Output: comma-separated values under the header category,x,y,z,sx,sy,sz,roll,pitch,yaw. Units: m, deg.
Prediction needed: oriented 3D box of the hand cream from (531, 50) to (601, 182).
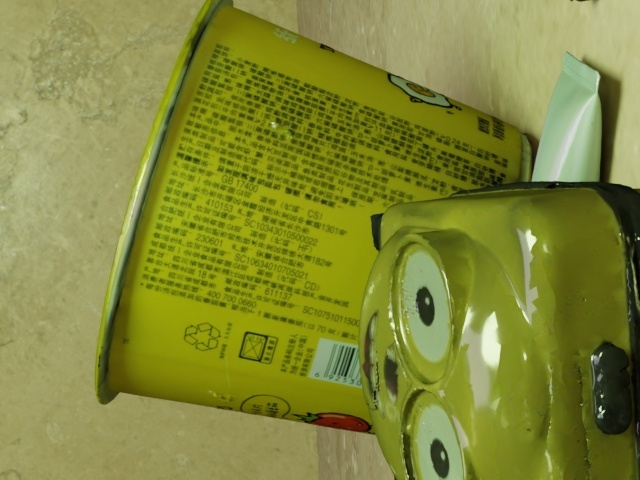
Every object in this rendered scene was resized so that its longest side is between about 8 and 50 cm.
category,x,y,z,sx,sy,sz,roll,pitch,yaw
hand cream,0.152,-0.012,0.760,0.078,0.049,0.205,-96,10,-72

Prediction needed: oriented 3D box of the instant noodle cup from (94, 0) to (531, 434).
category,x,y,z,sx,sy,sz,roll,pitch,yaw
instant noodle cup,0.000,0.000,0.899,0.325,0.254,0.326,-164,90,-90

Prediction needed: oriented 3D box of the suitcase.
category,x,y,z,sx,sy,sz,roll,pitch,yaw
suitcase,0.106,0.066,0.641,0.235,0.143,0.194,-179,85,-70
